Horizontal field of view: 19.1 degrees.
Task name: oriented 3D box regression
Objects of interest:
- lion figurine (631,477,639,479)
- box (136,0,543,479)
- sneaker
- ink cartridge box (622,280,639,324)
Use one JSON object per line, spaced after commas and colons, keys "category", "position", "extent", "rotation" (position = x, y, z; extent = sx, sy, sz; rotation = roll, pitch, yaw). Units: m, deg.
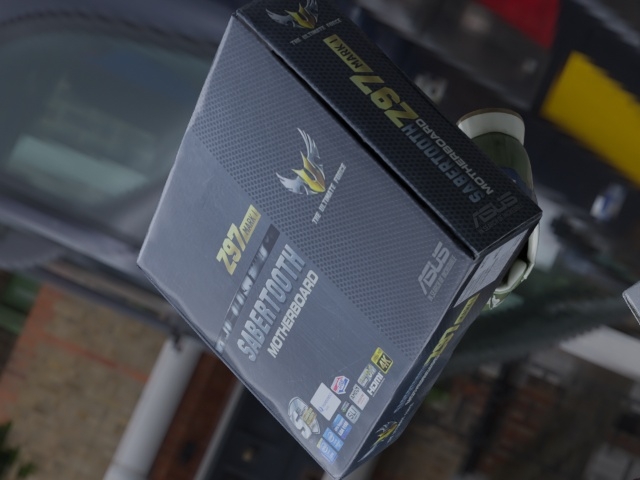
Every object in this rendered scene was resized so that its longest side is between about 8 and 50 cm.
{"category": "lion figurine", "position": [0.282, 0.195, 1.357], "extent": [0.240, 0.392, 0.142], "rotation": [46, 165, 1]}
{"category": "box", "position": [0.000, 0.000, 1.032], "extent": [0.183, 0.059, 0.232], "rotation": [47, 142, 16]}
{"category": "sneaker", "position": [0.108, 0.006, 1.257], "extent": [0.064, 0.086, 0.192], "rotation": [-2, 141, -2]}
{"category": "ink cartridge box", "position": [0.302, 0.043, 1.402], "extent": [0.072, 0.127, 0.175], "rotation": [59, -171, 15]}
